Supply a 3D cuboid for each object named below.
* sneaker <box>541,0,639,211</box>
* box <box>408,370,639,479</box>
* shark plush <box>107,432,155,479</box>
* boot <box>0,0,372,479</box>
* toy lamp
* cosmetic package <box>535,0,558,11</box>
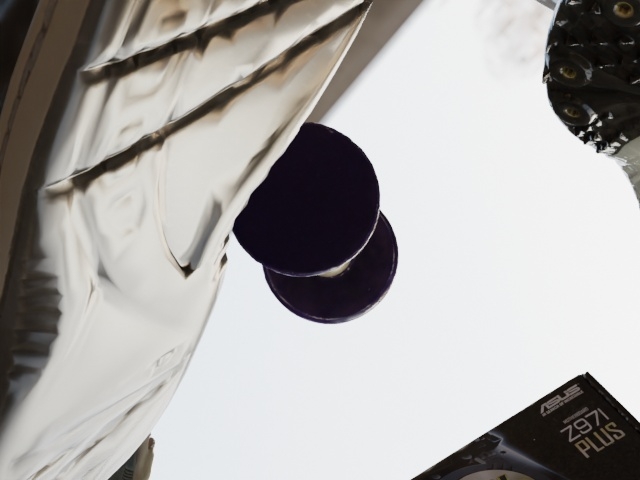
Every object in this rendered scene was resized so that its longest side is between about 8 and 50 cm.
[{"bbox_3d":[0.162,-0.069,0.894,0.237,0.085,0.086,49,-128,-55],"label":"sneaker"},{"bbox_3d":[0.161,0.198,1.390,0.147,0.180,0.077,49,167,53],"label":"box"},{"bbox_3d":[-0.194,0.200,1.532,0.073,0.161,0.067,32,146,56],"label":"shark plush"},{"bbox_3d":[-0.137,-0.100,0.652,0.284,0.377,0.138,43,-133,20],"label":"boot"},{"bbox_3d":[0.000,0.000,1.019,0.080,0.080,0.274,46,179,8],"label":"toy lamp"},{"bbox_3d":[0.242,-0.324,1.801,0.155,0.197,0.365,66,172,-25],"label":"cosmetic package"}]
